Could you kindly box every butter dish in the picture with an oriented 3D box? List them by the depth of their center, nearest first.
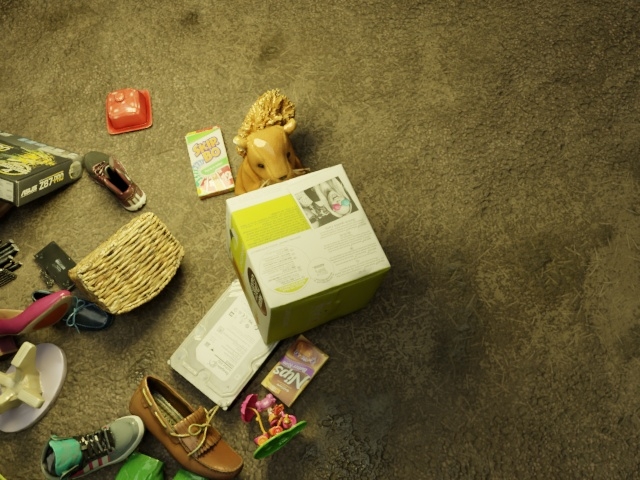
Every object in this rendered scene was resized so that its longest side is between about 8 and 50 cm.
[{"bbox_3d":[-0.676,-0.467,2.055,0.160,0.118,0.159,-11,71,-1],"label":"butter dish"}]

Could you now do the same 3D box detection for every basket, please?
[{"bbox_3d":[-0.586,0.082,1.840,0.299,0.223,0.213,-46,108,-24],"label":"basket"}]

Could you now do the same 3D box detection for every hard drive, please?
[{"bbox_3d":[-0.260,0.303,1.785,0.237,0.064,0.339,36,77,15],"label":"hard drive"}]

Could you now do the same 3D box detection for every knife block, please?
[{"bbox_3d":[-1.109,0.093,1.895,0.276,0.088,0.242,7,70,6],"label":"knife block"}]

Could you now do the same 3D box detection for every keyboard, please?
[{"bbox_3d":[-0.847,0.092,1.916,0.180,0.023,0.108,40,71,16],"label":"keyboard"}]

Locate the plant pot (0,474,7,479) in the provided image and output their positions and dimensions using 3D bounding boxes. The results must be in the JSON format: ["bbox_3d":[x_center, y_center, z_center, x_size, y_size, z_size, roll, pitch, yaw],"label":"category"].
[{"bbox_3d":[-0.916,0.753,1.583,0.227,0.207,0.228,35,76,14],"label":"plant pot"}]

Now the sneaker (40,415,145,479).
[{"bbox_3d":[-0.638,0.563,1.612,0.296,0.178,0.123,-32,68,10],"label":"sneaker"}]

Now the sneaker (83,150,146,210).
[{"bbox_3d":[-0.690,-0.228,1.945,0.281,0.162,0.106,39,77,15],"label":"sneaker"}]

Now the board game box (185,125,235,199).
[{"bbox_3d":[-0.375,-0.272,2.014,0.124,0.039,0.259,-16,67,-3],"label":"board game box"}]

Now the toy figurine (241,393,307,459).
[{"bbox_3d":[-0.151,0.499,1.685,0.173,0.130,0.159,-32,62,-9],"label":"toy figurine"}]

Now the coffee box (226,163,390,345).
[{"bbox_3d":[-0.053,0.050,1.672,0.338,0.337,0.334,-19,69,-16],"label":"coffee box"}]

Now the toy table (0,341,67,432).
[{"bbox_3d":[-0.878,0.419,1.727,0.252,0.161,0.274,13,73,8],"label":"toy table"}]

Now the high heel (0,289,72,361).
[{"bbox_3d":[-0.896,0.204,1.765,0.377,0.127,0.181,-34,79,16],"label":"high heel"}]

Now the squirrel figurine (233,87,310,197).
[{"bbox_3d":[-0.166,-0.264,1.818,0.281,0.370,0.396,-16,70,-2],"label":"squirrel figurine"}]

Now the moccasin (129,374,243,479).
[{"bbox_3d":[-0.366,0.519,1.665,0.380,0.139,0.147,38,116,21],"label":"moccasin"}]

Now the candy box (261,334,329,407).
[{"bbox_3d":[-0.072,0.384,1.750,0.109,0.053,0.186,37,78,13],"label":"candy box"}]

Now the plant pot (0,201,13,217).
[{"bbox_3d":[-1.102,-0.113,1.939,0.167,0.167,0.165,38,68,15],"label":"plant pot"}]

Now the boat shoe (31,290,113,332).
[{"bbox_3d":[-0.772,0.220,1.828,0.258,0.089,0.109,10,71,7],"label":"boat shoe"}]

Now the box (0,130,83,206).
[{"bbox_3d":[-1.028,-0.248,1.911,0.395,0.318,0.097,17,114,10],"label":"box"}]

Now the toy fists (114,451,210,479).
[{"bbox_3d":[-0.437,0.694,1.638,0.279,0.096,0.142,17,59,10],"label":"toy fists"}]
